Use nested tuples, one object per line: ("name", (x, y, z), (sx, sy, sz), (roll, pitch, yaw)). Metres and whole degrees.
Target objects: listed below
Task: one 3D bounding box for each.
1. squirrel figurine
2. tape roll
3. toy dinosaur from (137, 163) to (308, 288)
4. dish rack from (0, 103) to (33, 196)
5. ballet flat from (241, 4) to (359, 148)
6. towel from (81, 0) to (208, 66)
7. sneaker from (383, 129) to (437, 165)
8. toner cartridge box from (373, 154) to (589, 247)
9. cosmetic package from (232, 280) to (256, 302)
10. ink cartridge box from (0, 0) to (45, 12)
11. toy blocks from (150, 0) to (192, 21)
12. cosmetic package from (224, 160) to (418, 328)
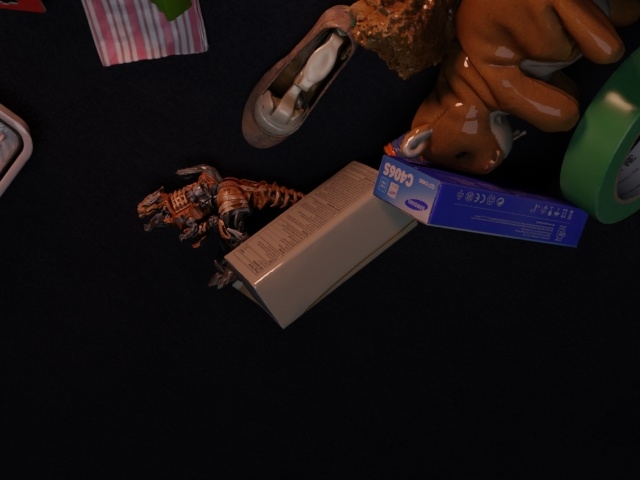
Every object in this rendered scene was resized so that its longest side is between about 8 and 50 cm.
("squirrel figurine", (0.238, -0.302, 1.221), (0.397, 0.281, 0.370), (37, 129, -4))
("tape roll", (0.527, -0.179, 1.247), (0.321, 0.077, 0.321), (-30, 144, -25))
("toy dinosaur", (-0.174, -0.041, 1.451), (0.322, 0.164, 0.218), (-1, 110, 21))
("dish rack", (-0.710, -0.173, 1.423), (0.286, 0.072, 0.333), (37, 118, -19))
("ballet flat", (-0.042, -0.264, 1.312), (0.108, 0.106, 0.316), (30, 120, -17))
("towel", (-0.298, -0.373, 1.296), (0.197, 0.029, 0.144), (-6, 123, 7))
("sneaker", (0.220, -0.123, 1.414), (0.221, 0.083, 0.087), (36, 113, -22))
("toner cartridge box", (0.278, -0.065, 1.315), (0.348, 0.165, 0.075), (7, 105, -32))
("cosmetic package", (-0.121, 0.097, 1.597), (0.115, 0.041, 0.060), (37, 118, -20))
("ink cartridge box", (-0.507, -0.460, 1.182), (0.134, 0.078, 0.231), (7, 157, -2))
("toy blocks", (-0.329, -0.526, 1.087), (0.261, 0.190, 0.381), (26, 150, 30))
("cosmetic package", (0.000, 0.000, 1.378), (0.309, 0.160, 0.113), (-38, 119, -9))
